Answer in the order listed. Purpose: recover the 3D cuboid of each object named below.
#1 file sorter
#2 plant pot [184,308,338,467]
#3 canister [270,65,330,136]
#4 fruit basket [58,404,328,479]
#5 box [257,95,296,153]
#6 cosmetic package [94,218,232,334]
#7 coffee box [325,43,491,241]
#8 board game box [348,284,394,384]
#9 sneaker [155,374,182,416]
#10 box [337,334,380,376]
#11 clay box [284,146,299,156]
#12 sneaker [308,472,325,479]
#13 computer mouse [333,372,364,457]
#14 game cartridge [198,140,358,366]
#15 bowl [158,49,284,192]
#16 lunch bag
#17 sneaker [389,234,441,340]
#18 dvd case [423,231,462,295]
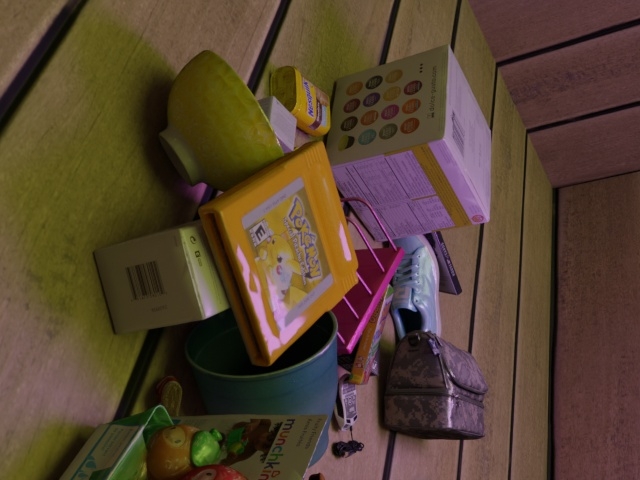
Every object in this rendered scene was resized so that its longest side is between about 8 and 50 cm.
[{"bbox_3d":[0.003,0.067,1.688,0.182,0.202,0.290,56,48,-30],"label":"file sorter"},{"bbox_3d":[-0.087,0.276,1.463,0.271,0.272,0.255,-49,135,-55],"label":"plant pot"},{"bbox_3d":[-0.045,-0.332,1.941,0.170,0.073,0.126,23,61,-58],"label":"canister"},{"bbox_3d":[-0.199,0.349,1.122,0.165,0.353,0.327,64,32,-25],"label":"fruit basket"},{"bbox_3d":[-0.120,-0.242,1.741,0.102,0.101,0.087,40,47,-48],"label":"box"},{"bbox_3d":[-0.190,0.035,1.419,0.365,0.197,0.155,-19,95,-60],"label":"cosmetic package"},{"bbox_3d":[0.241,-0.247,2.144,0.338,0.334,0.337,51,38,-43],"label":"coffee box"},{"bbox_3d":[0.122,0.204,1.854,0.124,0.039,0.259,39,64,-76],"label":"board game box"},{"bbox_3d":[-0.262,0.285,1.354,0.042,0.067,0.118,15,97,-20],"label":"sneaker"},{"bbox_3d":[0.061,0.187,1.943,0.270,0.060,0.216,41,45,-47],"label":"box"},{"bbox_3d":[-0.089,-0.109,1.797,0.222,0.053,0.127,-51,124,-53],"label":"clay box"},{"bbox_3d":[-0.098,0.506,1.460,0.290,0.106,0.123,-12,79,-40],"label":"sneaker"},{"bbox_3d":[0.056,0.406,1.876,0.106,0.042,0.192,-2,87,-56],"label":"computer mouse"},{"bbox_3d":[-0.051,0.012,1.376,0.324,0.053,0.285,-38,118,-48],"label":"game cartridge"},{"bbox_3d":[-0.202,-0.187,1.486,0.156,0.289,0.289,-34,116,-14],"label":"bowl"},{"bbox_3d":[0.310,0.389,2.141,0.305,0.213,0.256,29,58,-53],"label":"lunch bag"},{"bbox_3d":[0.254,0.135,2.232,0.150,0.135,0.365,-12,89,-64],"label":"sneaker"},{"bbox_3d":[0.308,0.042,2.333,0.030,0.179,0.238,-33,112,-25],"label":"dvd case"}]
